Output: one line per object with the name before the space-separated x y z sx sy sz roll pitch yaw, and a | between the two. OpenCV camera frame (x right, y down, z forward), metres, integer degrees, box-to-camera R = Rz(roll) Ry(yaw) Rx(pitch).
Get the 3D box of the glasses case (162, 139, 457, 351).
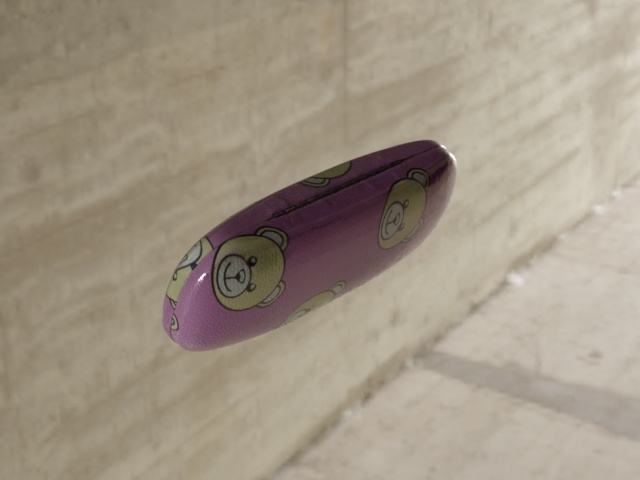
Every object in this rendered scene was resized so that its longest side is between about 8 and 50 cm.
glasses case | 0.000 0.000 1.036 0.316 0.123 0.076 -25 -122 -40
